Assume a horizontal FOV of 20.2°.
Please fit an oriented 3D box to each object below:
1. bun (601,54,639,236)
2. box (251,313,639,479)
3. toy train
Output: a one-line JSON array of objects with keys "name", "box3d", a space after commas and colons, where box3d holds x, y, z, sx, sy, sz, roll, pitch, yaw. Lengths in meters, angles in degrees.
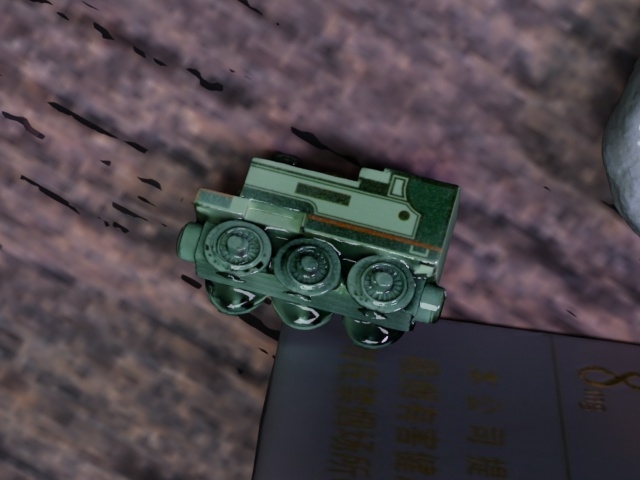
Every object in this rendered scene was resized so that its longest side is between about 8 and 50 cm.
[{"name": "bun", "box3d": [0.122, -0.031, 0.525, 0.083, 0.045, 0.083, 1, 111, 2]}, {"name": "box", "box3d": [0.100, 0.091, 0.522, 0.243, 0.155, 0.067, 7, 115, 0]}, {"name": "toy train", "box3d": [0.000, 0.000, 0.546, 0.083, 0.053, 0.033, 15, 158, 7]}]
